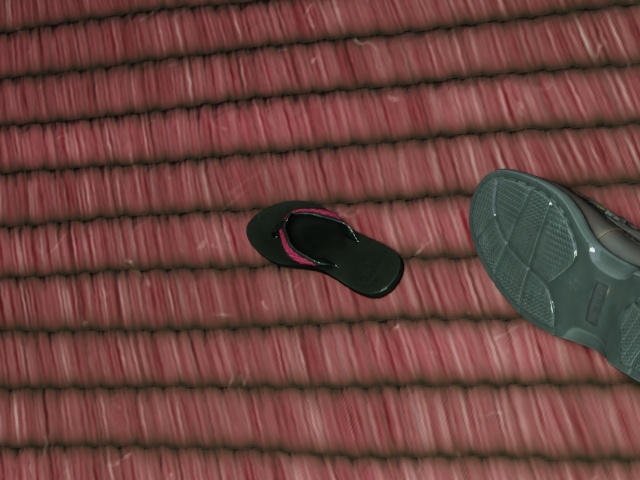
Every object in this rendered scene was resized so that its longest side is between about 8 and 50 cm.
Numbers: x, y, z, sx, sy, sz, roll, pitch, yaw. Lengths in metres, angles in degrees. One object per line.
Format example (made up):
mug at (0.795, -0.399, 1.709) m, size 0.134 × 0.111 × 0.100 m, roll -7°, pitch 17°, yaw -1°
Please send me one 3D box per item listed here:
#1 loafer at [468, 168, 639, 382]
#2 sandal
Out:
loafer at (0.237, 0.037, 1.544) m, size 0.302 × 0.095 × 0.109 m, roll 41°, pitch 118°, yaw 46°
sandal at (0.000, 0.000, 1.733) m, size 0.179 × 0.040 × 0.067 m, roll 22°, pitch 75°, yaw 40°
